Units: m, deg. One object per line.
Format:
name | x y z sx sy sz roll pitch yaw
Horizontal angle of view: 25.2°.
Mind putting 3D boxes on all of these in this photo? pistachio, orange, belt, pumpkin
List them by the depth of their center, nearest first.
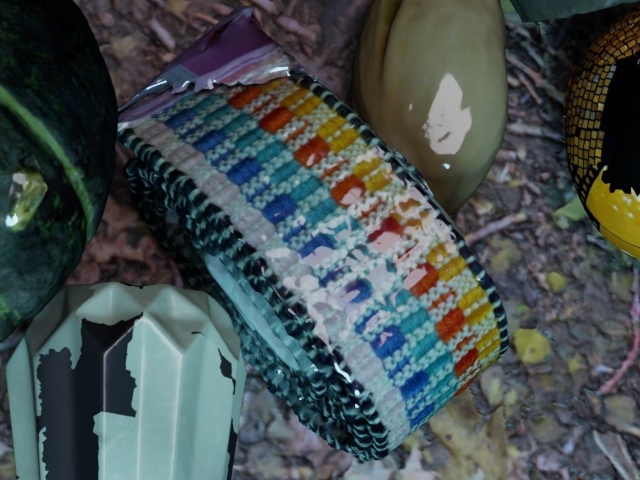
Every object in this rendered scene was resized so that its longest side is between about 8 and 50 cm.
pumpkin | -0.288 -0.062 0.904 0.323 0.241 0.323 -7 58 11
belt | 0.000 0.000 1.006 0.160 0.207 0.295 -36 71 -16
pistachio | 0.088 -0.123 1.108 0.136 0.136 0.226 13 64 -10
orange | 0.305 -0.083 1.120 0.234 0.182 0.234 1 85 -17

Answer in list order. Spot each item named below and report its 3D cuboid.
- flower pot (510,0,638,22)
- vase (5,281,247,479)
flower pot | 0.219 -0.265 1.131 0.269 0.269 0.166 -18 101 -18
vase | -0.131 0.213 0.942 0.165 0.165 0.360 3 77 -13
